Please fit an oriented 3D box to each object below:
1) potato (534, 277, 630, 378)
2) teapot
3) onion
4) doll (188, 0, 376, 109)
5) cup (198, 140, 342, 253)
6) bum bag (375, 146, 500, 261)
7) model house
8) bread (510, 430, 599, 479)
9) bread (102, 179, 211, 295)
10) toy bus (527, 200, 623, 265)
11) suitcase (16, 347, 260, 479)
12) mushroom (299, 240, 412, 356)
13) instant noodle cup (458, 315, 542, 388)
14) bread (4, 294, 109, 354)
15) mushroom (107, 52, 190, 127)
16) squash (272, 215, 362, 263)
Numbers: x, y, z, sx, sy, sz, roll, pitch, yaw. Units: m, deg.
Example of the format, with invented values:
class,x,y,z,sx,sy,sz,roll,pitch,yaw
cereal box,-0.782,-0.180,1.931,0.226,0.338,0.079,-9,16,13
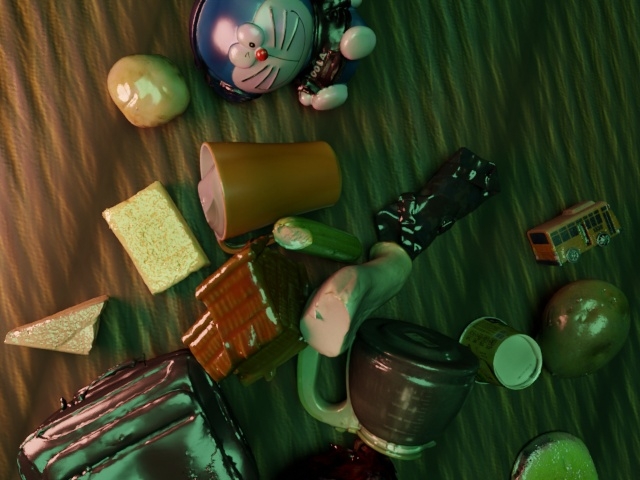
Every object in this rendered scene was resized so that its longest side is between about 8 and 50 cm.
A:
class,x,y,z,sx,sy,sz,roll,pitch,yaw
potato,0.569,0.194,1.211,0.178,0.160,0.235,37,95,14
teapot,0.121,0.284,1.060,0.322,0.239,0.239,12,99,-18
onion,0.031,0.515,1.041,0.281,0.221,0.280,4,59,-8
doll,-0.084,-0.382,1.029,0.310,0.284,0.240,-1,44,-27
cup,-0.103,-0.088,1.059,0.264,0.182,0.226,-11,124,-20
bum bag,0.246,-0.077,1.175,0.310,0.074,0.137,-38,109,-6
model house,-0.137,0.118,0.986,0.199,0.219,0.229,-30,139,15
bread,0.535,0.546,1.251,0.229,0.033,0.228,1,87,-13
bread,-0.307,-0.002,1.042,0.125,0.068,0.188,-32,97,-13
toy bus,0.570,-0.020,1.246,0.182,0.091,0.103,-25,95,-11
suitcase,-0.311,0.385,0.985,0.345,0.188,0.339,-28,90,-11
mushroom,0.083,0.090,1.022,0.329,0.159,0.122,-33,93,-52
instant noodle cup,0.382,0.245,1.176,0.152,0.122,0.151,0,91,-12
bread,-0.469,0.140,0.993,0.152,0.077,0.105,12,90,-16
mushroom,-0.315,-0.279,1.025,0.148,0.112,0.147,0,89,-16
squash,0.000,0.000,1.069,0.239,0.069,0.069,17,83,-46
